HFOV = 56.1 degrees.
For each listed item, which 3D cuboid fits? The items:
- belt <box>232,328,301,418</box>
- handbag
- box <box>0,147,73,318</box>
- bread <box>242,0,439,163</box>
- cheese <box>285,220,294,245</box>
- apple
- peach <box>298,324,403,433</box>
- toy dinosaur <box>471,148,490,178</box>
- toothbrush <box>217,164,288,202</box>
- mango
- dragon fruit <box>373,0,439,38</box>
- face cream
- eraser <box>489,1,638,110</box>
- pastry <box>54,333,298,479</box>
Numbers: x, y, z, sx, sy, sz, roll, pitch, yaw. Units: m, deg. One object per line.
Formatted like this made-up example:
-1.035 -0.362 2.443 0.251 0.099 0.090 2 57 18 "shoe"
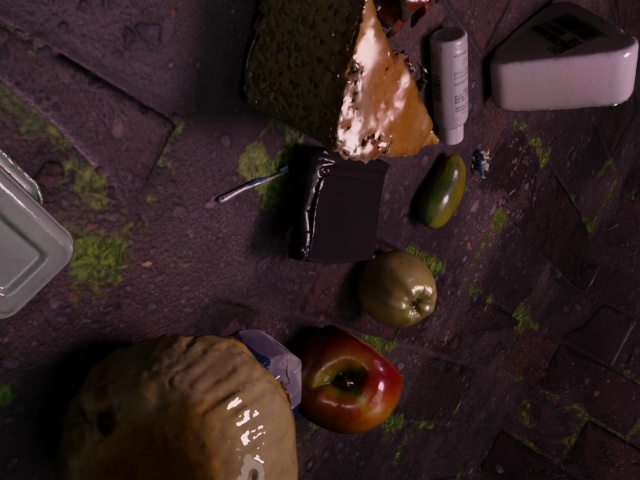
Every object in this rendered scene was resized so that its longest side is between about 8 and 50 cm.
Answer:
-0.154 0.359 1.249 0.212 0.117 0.347 -8 119 -45 "belt"
0.032 -0.067 1.198 0.246 0.080 0.223 2 101 -50 "handbag"
-0.410 -0.053 0.626 0.175 0.182 0.312 -48 142 -17 "box"
0.064 -0.289 0.984 0.315 0.248 0.279 -23 131 -44 "bread"
0.000 0.000 1.258 0.194 0.043 0.065 18 99 -52 "cheese"
0.181 0.116 1.438 0.200 0.200 0.200 -28 132 -36 "apple"
0.055 0.323 1.391 0.245 0.249 0.274 -33 162 5 "peach"
0.439 -0.208 1.635 0.030 0.047 0.083 -30 132 -37 "toy dinosaur"
-0.118 -0.100 1.079 0.162 0.014 0.017 -32 149 -33 "toothbrush"
0.314 -0.116 1.516 0.191 0.085 0.122 -57 140 -4 "mango"
0.134 -0.460 1.014 0.188 0.182 0.182 -31 153 27 "dragon fruit"
0.291 -0.336 1.351 0.082 0.082 0.269 -39 138 -27 "face cream"
0.622 -0.443 1.483 0.331 0.331 0.150 -42 139 -24 "eraser"
-0.214 0.333 0.970 0.389 0.388 0.312 -64 169 4 "pastry"
